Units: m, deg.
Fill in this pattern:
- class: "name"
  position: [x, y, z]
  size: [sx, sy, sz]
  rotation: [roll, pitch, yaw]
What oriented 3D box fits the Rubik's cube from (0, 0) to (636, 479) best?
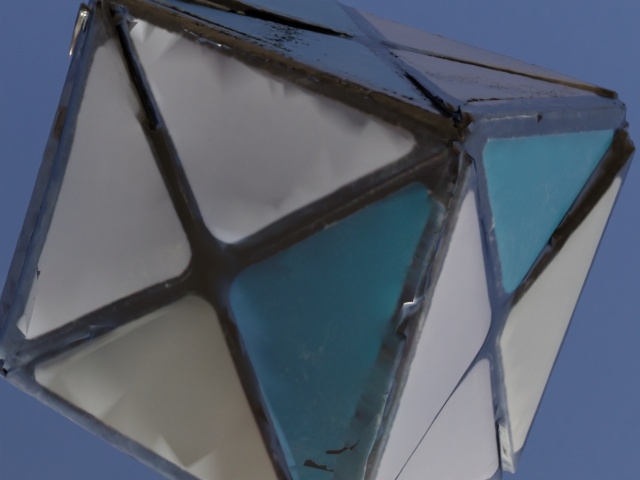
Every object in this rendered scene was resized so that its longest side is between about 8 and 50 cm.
- class: "Rubik's cube"
  position: [0.000, 0.000, 1.162]
  size: [0.307, 0.305, 0.310]
  rotation: [26, -74, 29]
